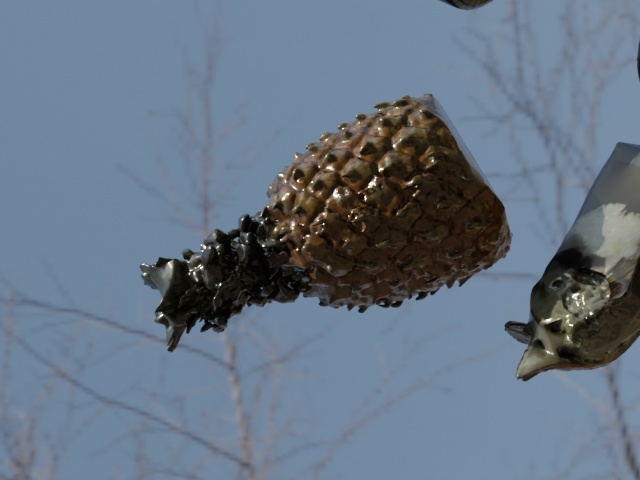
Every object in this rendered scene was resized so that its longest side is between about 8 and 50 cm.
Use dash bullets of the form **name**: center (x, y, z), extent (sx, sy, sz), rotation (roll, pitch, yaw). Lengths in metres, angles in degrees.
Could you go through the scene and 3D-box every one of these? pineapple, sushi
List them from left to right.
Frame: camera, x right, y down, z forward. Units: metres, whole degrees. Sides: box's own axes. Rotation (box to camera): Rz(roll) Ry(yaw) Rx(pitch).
- **pineapple**: center (0.000, 0.000, 1.815), extent (0.362, 0.202, 0.202), rotation (-25, -70, -2)
- **sushi**: center (0.291, 0.045, 1.753), extent (0.109, 0.134, 0.273), rotation (41, -103, -34)

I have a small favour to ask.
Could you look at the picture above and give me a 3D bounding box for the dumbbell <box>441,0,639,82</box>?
- **dumbbell**: center (0.232, -0.245, 1.517), extent (0.204, 0.322, 0.204), rotation (-45, -29, -33)
